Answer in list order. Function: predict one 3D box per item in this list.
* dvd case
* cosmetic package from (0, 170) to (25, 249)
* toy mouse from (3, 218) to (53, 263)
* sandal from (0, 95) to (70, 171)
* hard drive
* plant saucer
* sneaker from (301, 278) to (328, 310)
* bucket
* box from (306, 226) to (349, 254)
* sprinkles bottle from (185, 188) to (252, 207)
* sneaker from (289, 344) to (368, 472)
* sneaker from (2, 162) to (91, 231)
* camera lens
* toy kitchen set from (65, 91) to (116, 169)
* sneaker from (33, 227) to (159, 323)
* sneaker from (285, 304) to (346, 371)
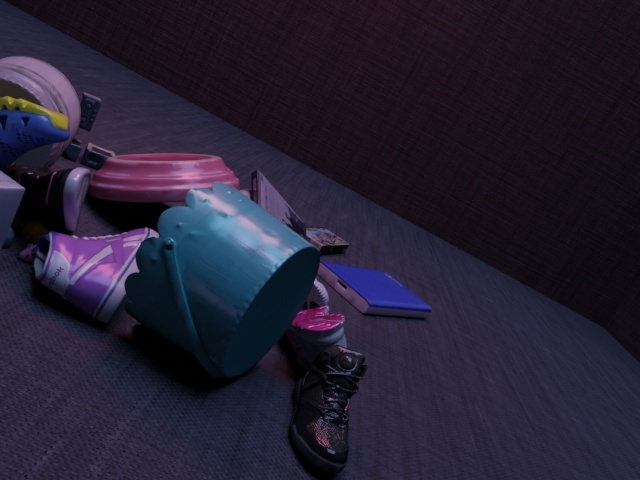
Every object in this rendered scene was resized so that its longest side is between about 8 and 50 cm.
[{"bbox_3d":[-0.106,-0.054,1.650,0.238,0.030,0.179,49,21,-37],"label":"dvd case"},{"bbox_3d":[-0.584,-0.072,0.844,0.225,0.138,0.224,34,15,15],"label":"cosmetic package"},{"bbox_3d":[-0.481,0.000,1.007,0.161,0.031,0.143,31,14,9],"label":"toy mouse"},{"bbox_3d":[-0.540,-0.146,1.006,0.318,0.138,0.126,-6,-10,23],"label":"sandal"},{"bbox_3d":[0.154,0.141,1.752,0.319,0.040,0.210,12,22,-50],"label":"hard drive"},{"bbox_3d":[-0.350,-0.148,1.405,0.333,0.084,0.332,0,13,0],"label":"plant saucer"},{"bbox_3d":[-0.056,0.077,1.449,0.235,0.094,0.153,24,19,24],"label":"sneaker"},{"bbox_3d":[-0.143,0.066,0.967,0.183,0.281,0.281,33,14,18],"label":"bucket"},{"bbox_3d":[0.000,0.000,1.961,0.114,0.036,0.207,34,15,21],"label":"box"},{"bbox_3d":[-0.218,-0.071,1.601,0.121,0.121,0.355,32,14,10],"label":"sprinkles bottle"},{"bbox_3d":[0.015,0.240,0.939,0.087,0.130,0.227,25,16,-9],"label":"sneaker"},{"bbox_3d":[-0.476,-0.081,1.052,0.147,0.104,0.296,17,-9,-22],"label":"sneaker"},{"bbox_3d":[-0.610,-0.246,1.240,0.220,0.219,0.274,24,15,-20],"label":"camera lens"},{"bbox_3d":[-0.514,-0.246,1.545,0.207,0.166,0.122,20,16,-32],"label":"toy kitchen set"},{"bbox_3d":[-0.366,0.016,1.017,0.161,0.102,0.282,29,13,-10],"label":"sneaker"},{"bbox_3d":[-0.014,0.189,1.153,0.103,0.111,0.252,-11,4,-10],"label":"sneaker"}]
